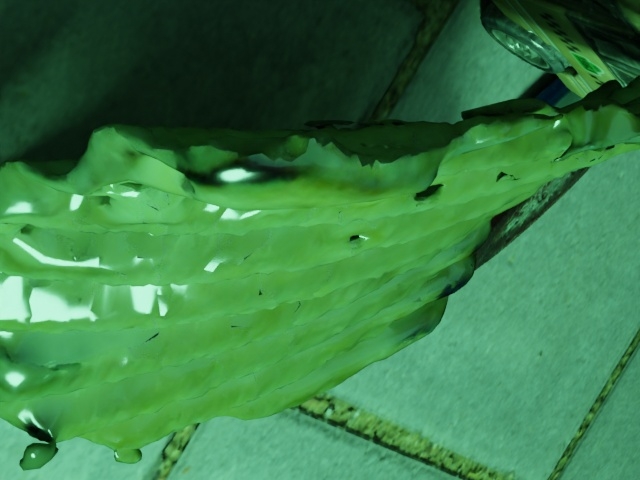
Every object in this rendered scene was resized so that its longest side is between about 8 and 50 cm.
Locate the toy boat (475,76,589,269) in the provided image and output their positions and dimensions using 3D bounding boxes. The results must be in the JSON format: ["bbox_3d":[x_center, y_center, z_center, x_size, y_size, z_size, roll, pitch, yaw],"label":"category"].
[{"bbox_3d":[0.140,-0.050,1.152,0.229,0.046,0.080,-43,146,-26],"label":"toy boat"}]

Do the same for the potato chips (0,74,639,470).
[{"bbox_3d":[-0.005,0.001,0.860,0.389,0.097,0.373,-7,157,-40],"label":"potato chips"}]

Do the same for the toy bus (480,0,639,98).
[{"bbox_3d":[0.170,-0.188,0.938,0.177,0.202,0.365,-57,146,-1],"label":"toy bus"}]
